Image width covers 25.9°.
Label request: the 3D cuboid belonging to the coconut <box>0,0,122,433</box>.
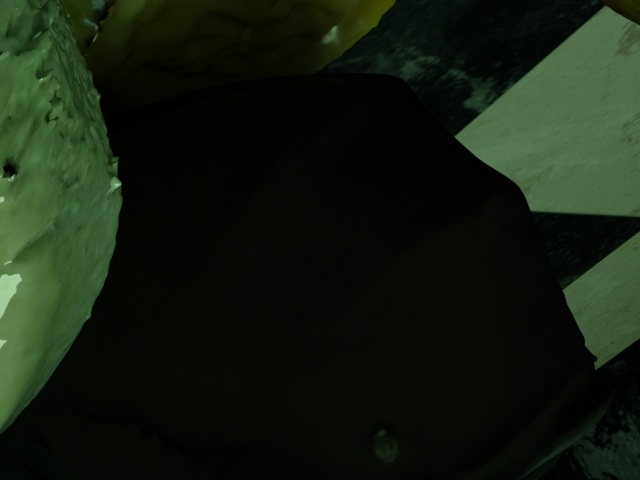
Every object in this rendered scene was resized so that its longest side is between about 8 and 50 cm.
[{"bbox_3d":[-0.186,-0.041,0.380,0.245,0.247,0.245,-16,128,-21],"label":"coconut"}]

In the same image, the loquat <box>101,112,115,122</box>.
[{"bbox_3d":[-0.133,-0.007,0.674,0.141,0.141,0.141,-28,161,-11],"label":"loquat"}]

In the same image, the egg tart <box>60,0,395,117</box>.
[{"bbox_3d":[-0.046,-0.132,0.543,0.288,0.118,0.288,-29,165,-8],"label":"egg tart"}]

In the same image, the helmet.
[{"bbox_3d":[-0.051,0.037,0.537,0.305,0.177,0.225,-13,176,10],"label":"helmet"}]

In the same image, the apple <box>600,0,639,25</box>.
[{"bbox_3d":[0.182,-0.200,0.528,0.246,0.246,0.226,-25,138,-20],"label":"apple"}]
